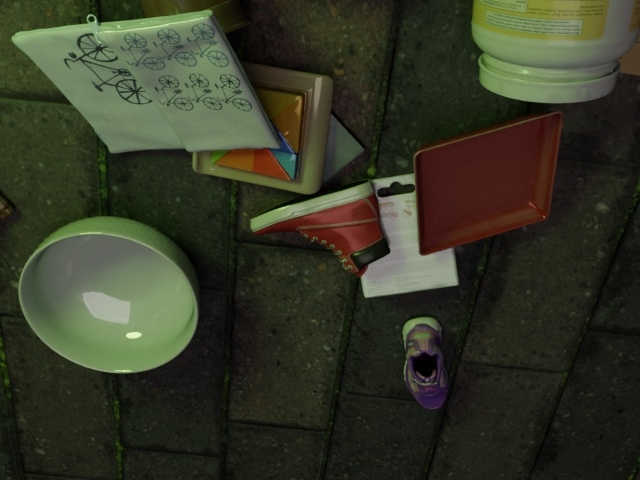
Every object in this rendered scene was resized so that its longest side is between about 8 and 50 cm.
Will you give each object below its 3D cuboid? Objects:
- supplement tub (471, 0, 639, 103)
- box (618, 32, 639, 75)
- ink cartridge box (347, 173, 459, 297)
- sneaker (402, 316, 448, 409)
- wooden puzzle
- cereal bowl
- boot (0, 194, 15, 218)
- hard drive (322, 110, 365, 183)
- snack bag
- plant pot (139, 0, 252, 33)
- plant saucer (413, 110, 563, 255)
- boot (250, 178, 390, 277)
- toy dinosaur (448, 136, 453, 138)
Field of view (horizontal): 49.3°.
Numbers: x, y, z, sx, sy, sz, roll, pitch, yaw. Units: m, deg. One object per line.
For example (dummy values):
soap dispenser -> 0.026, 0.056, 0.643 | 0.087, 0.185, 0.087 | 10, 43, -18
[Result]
supplement tub -> 0.344, -0.388, 0.996 | 0.241, 0.241, 0.331 | 0, 121, 2
box -> 0.515, -0.354, 1.138 | 0.201, 0.021, 0.164 | 9, 121, -4
ink cartridge box -> 0.161, -0.013, 1.350 | 0.189, 0.066, 0.232 | -8, 99, 7
sneaker -> 0.224, 0.281, 1.481 | 0.095, 0.104, 0.236 | -9, 121, 6
wooden puzzle -> -0.107, -0.197, 1.221 | 0.239, 0.044, 0.220 | 10, 118, 5
cereal bowl -> -0.395, 0.092, 1.366 | 0.339, 0.141, 0.338 | 1, 121, 2
boot -> -0.662, -0.079, 1.333 | 0.106, 0.037, 0.114 | -31, 119, 4
hard drive -> 0.000, -0.160, 1.271 | 0.135, 0.022, 0.094 | -37, 113, 22
snack bag -> -0.266, -0.231, 1.102 | 0.343, 0.037, 0.323 | 1, 154, 16
plant pot -> -0.212, -0.387, 1.070 | 0.167, 0.167, 0.165 | -17, 112, 12
plant saucer -> 0.283, -0.104, 1.223 | 0.259, 0.047, 0.259 | -16, 138, -4
boot -> 0.000, 0.000, 1.305 | 0.244, 0.088, 0.176 | -13, 103, 10
toy dinosaur -> 0.283, -0.153, 1.255 | 0.112, 0.064, 0.211 | 16, 127, -32
